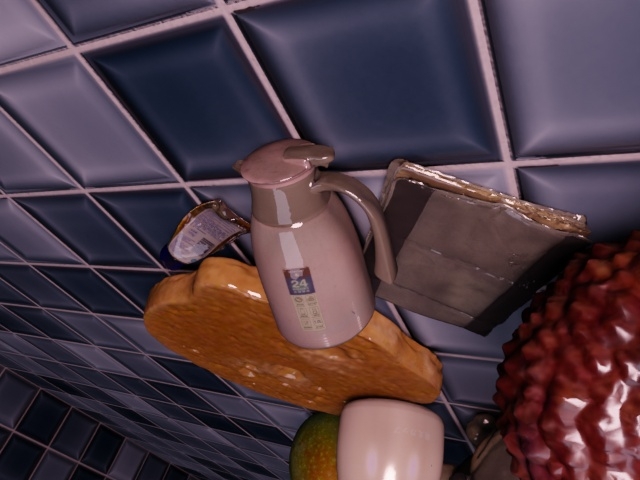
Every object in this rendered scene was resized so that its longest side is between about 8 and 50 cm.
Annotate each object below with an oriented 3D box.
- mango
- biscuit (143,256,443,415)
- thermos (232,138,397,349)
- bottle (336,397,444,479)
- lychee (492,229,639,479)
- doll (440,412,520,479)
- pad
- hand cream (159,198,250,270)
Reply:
[{"bbox_3d":[0.044,0.405,0.971,0.225,0.201,0.382,30,163,-7],"label":"mango"},{"bbox_3d":[-0.048,0.144,0.752,0.385,0.062,0.365,30,146,-19],"label":"biscuit"},{"bbox_3d":[0.000,0.000,0.486,0.137,0.105,0.193,8,134,26],"label":"thermos"},{"bbox_3d":[0.086,0.344,0.713,0.147,0.237,0.148,7,149,4],"label":"bottle"},{"bbox_3d":[0.253,0.116,0.353,0.264,0.265,0.300,-7,162,37],"label":"lychee"},{"bbox_3d":[0.348,0.343,0.732,0.378,0.253,0.382,-5,156,-18],"label":"doll"},{"bbox_3d":[0.122,0.023,0.517,0.174,0.022,0.233,20,149,3],"label":"pad"},{"bbox_3d":[-0.134,-0.005,0.620,0.062,0.039,0.163,40,138,-23],"label":"hand cream"}]
